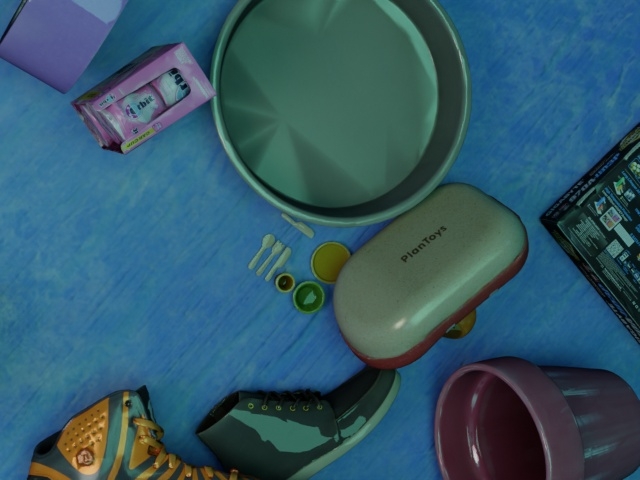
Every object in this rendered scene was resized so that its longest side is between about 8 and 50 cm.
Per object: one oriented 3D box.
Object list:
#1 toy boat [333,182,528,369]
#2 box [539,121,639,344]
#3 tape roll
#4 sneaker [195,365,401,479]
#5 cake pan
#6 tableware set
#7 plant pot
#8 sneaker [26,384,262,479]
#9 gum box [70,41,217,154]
[{"bbox_3d":[0.128,0.057,1.525,0.231,0.151,0.151,-39,134,-10],"label":"toy boat"},{"bbox_3d":[0.390,-0.001,1.622,0.175,0.051,0.220,-44,105,-8],"label":"box"},{"bbox_3d":[-0.238,-0.243,1.348,0.080,0.189,0.189,31,87,-16],"label":"tape roll"},{"bbox_3d":[-0.022,0.185,1.508,0.222,0.083,0.118,-39,104,-8],"label":"sneaker"},{"bbox_3d":[0.019,-0.160,1.486,0.293,0.054,0.293,0,90,-17],"label":"cake pan"},{"bbox_3d":[0.000,0.000,1.526,0.104,0.024,0.154,38,85,-16],"label":"tableware set"},{"bbox_3d":[0.257,0.221,1.545,0.180,0.201,0.201,-8,98,-31],"label":"plant pot"},{"bbox_3d":[-0.146,0.236,1.428,0.321,0.124,0.180,-3,78,-8],"label":"sneaker"},{"bbox_3d":[-0.179,-0.142,1.375,0.107,0.188,0.062,-36,104,-10],"label":"gum box"}]
